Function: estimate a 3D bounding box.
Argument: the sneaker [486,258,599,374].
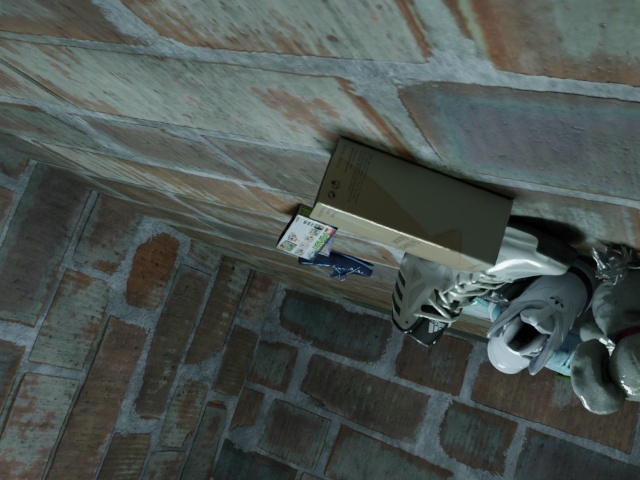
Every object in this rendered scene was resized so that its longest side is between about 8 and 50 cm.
[{"bbox_3d":[0.414,0.198,1.376,0.137,0.210,0.365,42,140,18],"label":"sneaker"}]

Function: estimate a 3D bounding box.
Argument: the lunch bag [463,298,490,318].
[{"bbox_3d":[0.373,0.129,1.801,0.224,0.107,0.279,25,169,-33],"label":"lunch bag"}]

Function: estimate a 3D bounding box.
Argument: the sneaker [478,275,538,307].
[{"bbox_3d":[0.438,0.098,1.569,0.341,0.125,0.139,20,-168,7],"label":"sneaker"}]

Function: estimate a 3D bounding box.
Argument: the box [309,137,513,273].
[{"bbox_3d":[0.150,-0.053,1.142,0.311,0.121,0.148,20,170,-2],"label":"box"}]

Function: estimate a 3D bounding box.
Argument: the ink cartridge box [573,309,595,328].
[{"bbox_3d":[0.665,0.251,1.845,0.237,0.100,0.172,15,156,23],"label":"ink cartridge box"}]

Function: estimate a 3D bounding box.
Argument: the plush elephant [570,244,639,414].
[{"bbox_3d":[0.580,0.188,1.164,0.272,0.255,0.330,-23,133,39],"label":"plush elephant"}]

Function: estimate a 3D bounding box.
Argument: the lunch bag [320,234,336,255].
[{"bbox_3d":[0.000,0.000,1.918,0.053,0.071,0.083,15,169,40],"label":"lunch bag"}]

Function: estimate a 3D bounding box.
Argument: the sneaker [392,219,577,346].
[{"bbox_3d":[0.300,0.102,1.327,0.169,0.257,0.447,24,170,-25],"label":"sneaker"}]

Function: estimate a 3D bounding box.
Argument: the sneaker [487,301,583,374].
[{"bbox_3d":[0.570,0.272,1.649,0.366,0.135,0.150,28,-154,-13],"label":"sneaker"}]

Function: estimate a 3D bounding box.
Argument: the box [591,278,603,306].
[{"bbox_3d":[0.657,0.135,1.497,0.136,0.036,0.225,18,172,5],"label":"box"}]

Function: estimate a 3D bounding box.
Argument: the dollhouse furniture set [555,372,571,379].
[{"bbox_3d":[0.816,0.365,2.152,0.198,0.151,0.301,21,170,-11],"label":"dollhouse furniture set"}]

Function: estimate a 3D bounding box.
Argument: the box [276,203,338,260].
[{"bbox_3d":[-0.037,-0.017,1.784,0.114,0.036,0.207,21,150,-11],"label":"box"}]

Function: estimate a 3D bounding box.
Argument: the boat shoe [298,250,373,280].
[{"bbox_3d":[0.049,0.088,2.280,0.258,0.089,0.109,17,171,9],"label":"boat shoe"}]
